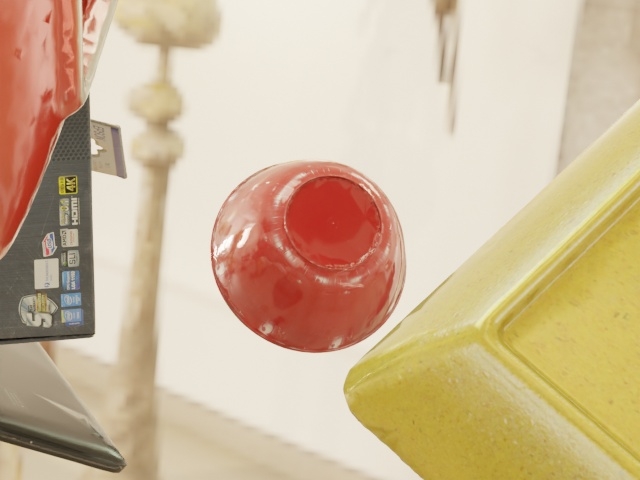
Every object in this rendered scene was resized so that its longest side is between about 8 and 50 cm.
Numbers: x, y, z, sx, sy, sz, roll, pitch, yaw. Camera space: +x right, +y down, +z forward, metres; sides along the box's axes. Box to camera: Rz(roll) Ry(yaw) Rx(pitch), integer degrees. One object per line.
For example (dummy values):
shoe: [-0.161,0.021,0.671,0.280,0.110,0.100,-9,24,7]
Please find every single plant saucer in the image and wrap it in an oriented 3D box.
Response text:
plant saucer: [0.237,0.062,1.038,0.333,0.333,0.081,41,-21,19]

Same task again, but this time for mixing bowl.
mixing bowl: [0.000,0.000,1.737,0.181,0.181,0.098,4,-19,-12]

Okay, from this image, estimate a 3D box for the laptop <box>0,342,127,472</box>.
laptop: [-0.419,0.140,1.486,0.408,0.236,0.382,20,9,-27]

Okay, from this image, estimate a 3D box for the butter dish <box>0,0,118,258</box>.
butter dish: [-0.104,-0.099,0.438,0.118,0.160,0.160,5,32,1]

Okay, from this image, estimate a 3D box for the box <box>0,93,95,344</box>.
box: [-0.234,-0.043,1.234,0.183,0.232,0.059,-2,30,-9]

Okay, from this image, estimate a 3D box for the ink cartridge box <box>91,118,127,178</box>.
ink cartridge box: [-0.306,-0.125,1.526,0.333,0.065,0.165,12,-13,-2]
